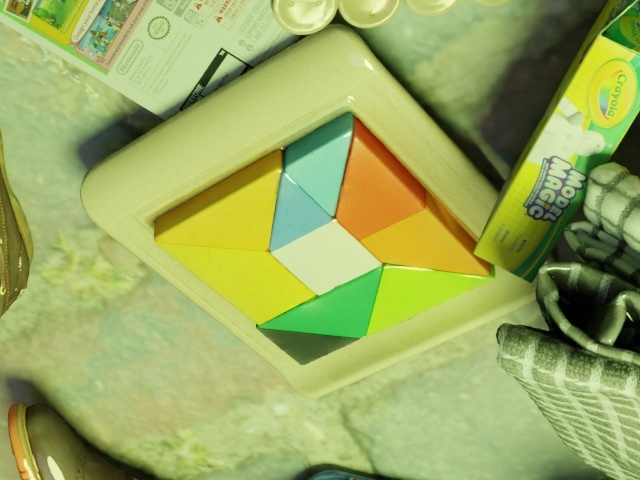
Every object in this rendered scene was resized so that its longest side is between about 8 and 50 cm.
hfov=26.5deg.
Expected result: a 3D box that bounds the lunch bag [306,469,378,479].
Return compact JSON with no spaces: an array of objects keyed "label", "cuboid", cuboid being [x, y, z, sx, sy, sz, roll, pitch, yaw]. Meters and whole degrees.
[{"label":"lunch bag","cuboid":[0.069,0.273,1.041,0.219,0.090,0.176,9,127,4]}]

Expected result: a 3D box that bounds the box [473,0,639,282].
[{"label":"box","cuboid":[0.149,-0.074,0.756,0.043,0.105,0.179,27,127,4]}]

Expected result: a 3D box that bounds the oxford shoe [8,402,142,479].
[{"label":"oxford shoe","cuboid":[-0.141,0.210,1.047,0.098,0.097,0.271,-29,123,5]}]

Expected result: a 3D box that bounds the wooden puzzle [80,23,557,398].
[{"label":"wooden puzzle","cuboid":[0.000,0.000,0.864,0.221,0.044,0.238,-27,125,27]}]

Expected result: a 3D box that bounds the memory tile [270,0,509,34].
[{"label":"memory tile","cuboid":[0.043,-0.169,0.734,0.148,0.012,0.113,-10,127,-9]}]

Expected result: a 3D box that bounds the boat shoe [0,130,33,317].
[{"label":"boat shoe","cuboid":[-0.240,-0.037,0.879,0.073,0.073,0.207,-7,124,17]}]

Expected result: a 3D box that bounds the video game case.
[{"label":"video game case","cuboid":[-0.089,-0.174,0.778,0.193,0.023,0.212,30,127,-13]}]

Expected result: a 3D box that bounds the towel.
[{"label":"towel","cuboid":[0.231,0.112,0.748,0.121,0.235,0.283,-48,149,-5]}]
